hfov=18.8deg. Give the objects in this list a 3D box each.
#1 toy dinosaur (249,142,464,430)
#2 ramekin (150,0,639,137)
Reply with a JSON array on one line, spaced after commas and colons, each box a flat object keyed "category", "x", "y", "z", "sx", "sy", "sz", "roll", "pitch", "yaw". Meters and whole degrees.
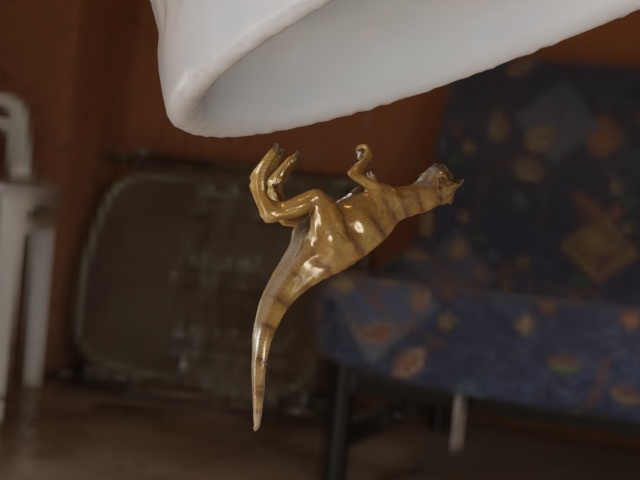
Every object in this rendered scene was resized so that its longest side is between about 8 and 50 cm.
[{"category": "toy dinosaur", "x": 0.000, "y": 0.000, "z": 1.180, "sx": 0.112, "sy": 0.211, "sz": 0.064, "roll": 44, "pitch": -21, "yaw": 13}, {"category": "ramekin", "x": 0.060, "y": -0.144, "z": 0.595, "sx": 0.277, "sy": 0.135, "sz": 0.277, "roll": -22, "pitch": -5, "yaw": -2}]
